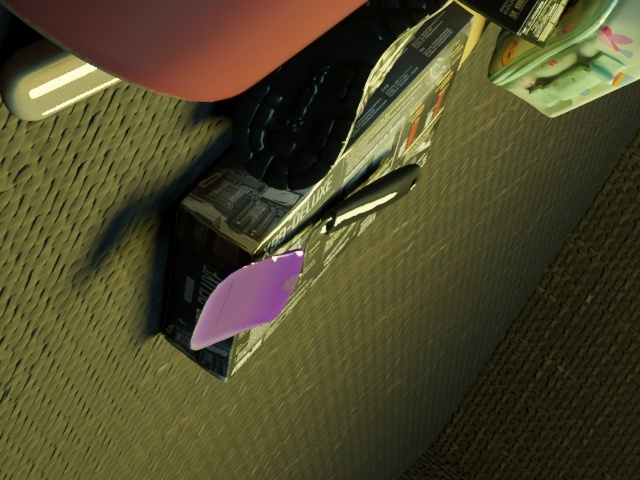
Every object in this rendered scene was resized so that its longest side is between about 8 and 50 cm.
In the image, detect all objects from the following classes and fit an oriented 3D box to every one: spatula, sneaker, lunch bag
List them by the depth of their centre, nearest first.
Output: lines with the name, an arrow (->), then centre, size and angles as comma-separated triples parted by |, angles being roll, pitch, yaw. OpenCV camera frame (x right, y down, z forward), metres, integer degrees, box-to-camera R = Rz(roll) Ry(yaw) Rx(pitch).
sneaker -> 0.030, -0.176, 1.390 | 0.283, 0.107, 0.124 | -54, -177, 21
spatula -> 0.000, 0.000, 1.499 | 0.296, 0.030, 0.084 | -39, 159, -47
lunch bag -> 0.278, -0.240, 1.835 | 0.224, 0.108, 0.279 | -60, -169, -19

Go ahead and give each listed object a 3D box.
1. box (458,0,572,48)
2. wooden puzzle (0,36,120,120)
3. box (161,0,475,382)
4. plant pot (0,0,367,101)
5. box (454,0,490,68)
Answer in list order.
box -> 0.202, -0.270, 1.666 | 0.180, 0.077, 0.147 | -59, 167, 10
wooden puzzle -> 0.015, -0.201, 1.035 | 0.348, 0.080, 0.322 | -24, -173, 42
box -> -0.005, -0.050, 1.602 | 0.307, 0.076, 0.242 | -47, 166, -26
plant pot -> -0.027, -0.203, 0.707 | 0.243, 0.275, 0.275 | -46, 172, 23
box -> 0.137, -0.225, 1.765 | 0.164, 0.021, 0.201 | -56, 167, 0
